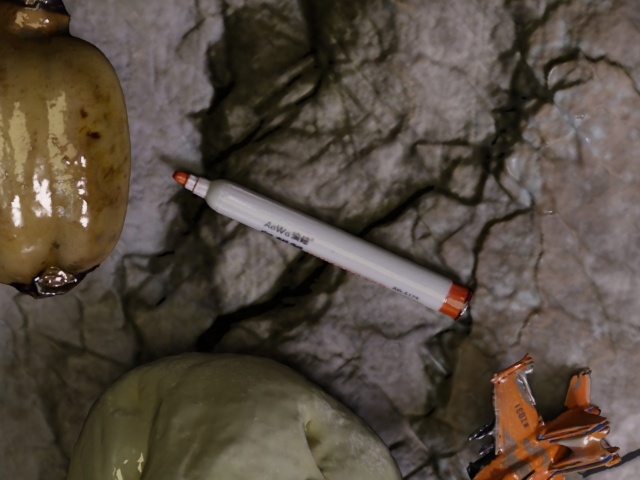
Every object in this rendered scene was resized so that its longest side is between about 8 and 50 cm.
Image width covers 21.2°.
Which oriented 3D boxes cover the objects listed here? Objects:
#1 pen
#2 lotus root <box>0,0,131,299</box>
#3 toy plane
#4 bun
[{"bbox_3d":[0.000,0.000,1.156,0.218,0.026,0.026,24,105,-4],"label":"pen"},{"bbox_3d":[-0.187,-0.073,1.101,0.125,0.118,0.221,-11,104,-27],"label":"lotus root"},{"bbox_3d":[0.120,0.160,1.161,0.188,0.062,0.135,-26,104,-11],"label":"toy plane"},{"bbox_3d":[-0.057,0.210,1.150,0.259,0.160,0.259,0,104,1],"label":"bun"}]
